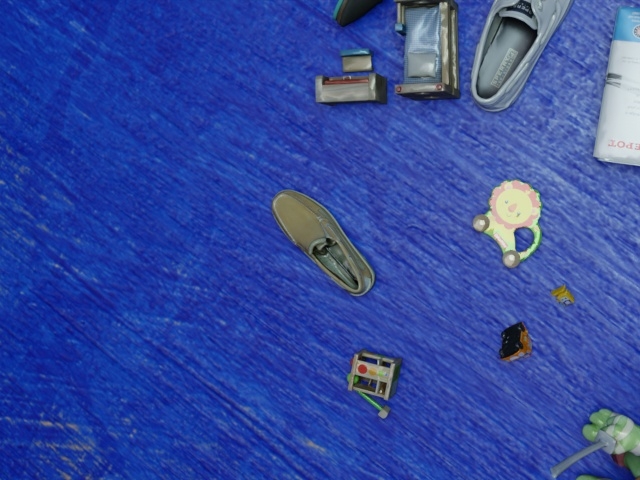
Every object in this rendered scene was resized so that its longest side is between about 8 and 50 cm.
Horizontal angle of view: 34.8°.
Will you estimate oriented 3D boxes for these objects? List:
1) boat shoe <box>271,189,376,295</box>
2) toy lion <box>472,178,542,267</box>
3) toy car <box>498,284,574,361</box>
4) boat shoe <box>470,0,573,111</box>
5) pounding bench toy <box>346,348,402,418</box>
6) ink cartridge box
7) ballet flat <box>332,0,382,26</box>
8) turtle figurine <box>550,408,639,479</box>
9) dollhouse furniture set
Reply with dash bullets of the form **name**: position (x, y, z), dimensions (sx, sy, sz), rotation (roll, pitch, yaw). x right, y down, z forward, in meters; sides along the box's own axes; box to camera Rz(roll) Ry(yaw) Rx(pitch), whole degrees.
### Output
- **boat shoe**: position (0.000, 0.000, 1.414), dimensions (0.190, 0.072, 0.068), rotation (42, 103, 11)
- **toy lion**: position (0.258, -0.027, 1.361), dimensions (0.096, 0.034, 0.100), rotation (-39, 82, 7)
- **toy car**: position (0.290, 0.118, 1.346), dimensions (0.122, 0.060, 0.040), rotation (-40, 114, 21)
- **boat shoe**: position (0.265, -0.288, 1.314), dimensions (0.095, 0.084, 0.258), rotation (20, 99, 15)
- **pounding bench toy**: position (0.070, 0.199, 1.414), dimensions (0.065, 0.052, 0.083), rotation (12, 96, 16)
- **ink cartridge box**: position (0.426, -0.186, 1.273), dimensions (0.140, 0.082, 0.190), rotation (10, 97, 16)
- **ballet flat**: position (0.106, -0.407, 1.354), dimensions (0.096, 0.095, 0.280), rotation (21, 99, 2)
- **turtle figurine**: position (0.339, 0.302, 1.214), dimensions (0.275, 0.266, 0.197), rotation (-25, 95, 2)
- **dollhouse furniture set**: position (0.082, -0.250, 1.347), dimensions (0.184, 0.129, 0.129), rotation (-1, 93, 17)
